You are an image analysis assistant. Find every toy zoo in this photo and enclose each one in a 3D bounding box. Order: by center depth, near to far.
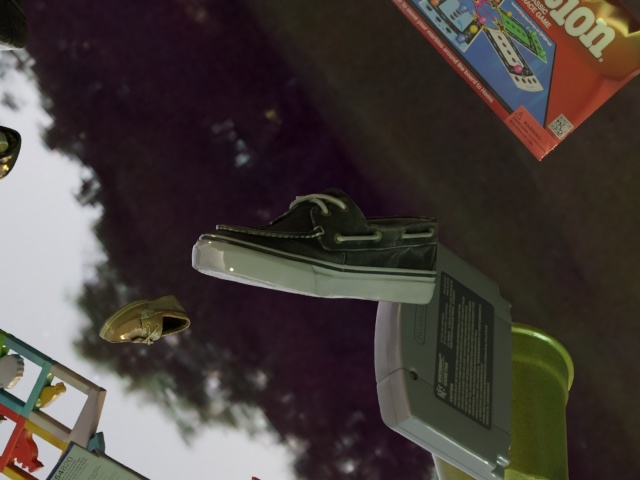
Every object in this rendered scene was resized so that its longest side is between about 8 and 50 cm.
[{"bbox_3d":[-0.453,0.268,1.963,0.293,0.192,0.030,28,-174,16],"label":"toy zoo"}]

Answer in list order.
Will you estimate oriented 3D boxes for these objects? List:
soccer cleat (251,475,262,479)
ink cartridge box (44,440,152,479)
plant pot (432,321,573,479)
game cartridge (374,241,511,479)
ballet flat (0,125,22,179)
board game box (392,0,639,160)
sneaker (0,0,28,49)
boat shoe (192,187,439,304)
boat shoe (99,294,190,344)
[{"bbox_3d":[-0.151,0.421,1.842,0.095,0.248,0.083,36,132,34],"label":"soccer cleat"},{"bbox_3d":[-0.325,0.396,1.717,0.224,0.223,0.045,41,171,-39],"label":"ink cartridge box"},{"bbox_3d":[0.273,0.310,1.966,0.276,0.276,0.254,49,-153,-39],"label":"plant pot"},{"bbox_3d":[0.156,0.139,1.594,0.198,0.062,0.297,31,-137,-22],"label":"game cartridge"},{"bbox_3d":[-0.517,-0.139,1.696,0.280,0.096,0.095,2,-122,-52],"label":"ballet flat"},{"bbox_3d":[0.149,-0.221,1.107,0.281,0.145,0.027,47,-168,-3],"label":"board game box"},{"bbox_3d":[-0.645,-0.362,1.897,0.447,0.257,0.169,20,-125,-68],"label":"sneaker"},{"bbox_3d":[0.000,0.000,1.417,0.335,0.119,0.121,6,-178,-44],"label":"boat shoe"},{"bbox_3d":[-0.209,0.100,1.548,0.045,0.050,0.135,43,-147,21],"label":"boat shoe"}]
